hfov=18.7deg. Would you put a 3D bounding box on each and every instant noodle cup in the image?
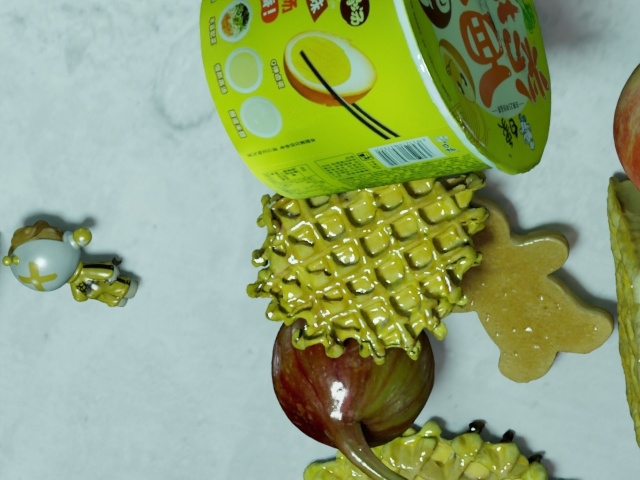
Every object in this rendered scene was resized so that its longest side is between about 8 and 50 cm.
[{"bbox_3d":[0.044,-0.179,1.753,0.222,0.311,0.311,-16,120,27],"label":"instant noodle cup"}]

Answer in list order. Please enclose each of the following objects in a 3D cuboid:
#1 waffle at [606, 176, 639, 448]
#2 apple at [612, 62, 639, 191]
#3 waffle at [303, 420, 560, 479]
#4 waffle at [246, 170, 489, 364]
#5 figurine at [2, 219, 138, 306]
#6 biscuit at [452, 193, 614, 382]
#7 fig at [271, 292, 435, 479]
[{"bbox_3d":[0.331,0.084,1.950,0.057,0.168,0.274,-9,123,4],"label":"waffle"},{"bbox_3d":[0.381,-0.100,1.811,0.210,0.209,0.164,0,140,6],"label":"apple"},{"bbox_3d":[0.128,0.330,2.200,0.329,0.062,0.329,2,124,4],"label":"waffle"},{"bbox_3d":[0.046,0.007,1.933,0.229,0.051,0.231,16,90,0],"label":"waffle"},{"bbox_3d":[-0.266,0.033,2.048,0.101,0.068,0.143,-19,136,26],"label":"figurine"},{"bbox_3d":[0.196,0.041,2.014,0.158,0.035,0.240,-26,116,24],"label":"biscuit"},{"bbox_3d":[0.029,0.155,2.008,0.175,0.207,0.175,6,131,7],"label":"fig"}]
